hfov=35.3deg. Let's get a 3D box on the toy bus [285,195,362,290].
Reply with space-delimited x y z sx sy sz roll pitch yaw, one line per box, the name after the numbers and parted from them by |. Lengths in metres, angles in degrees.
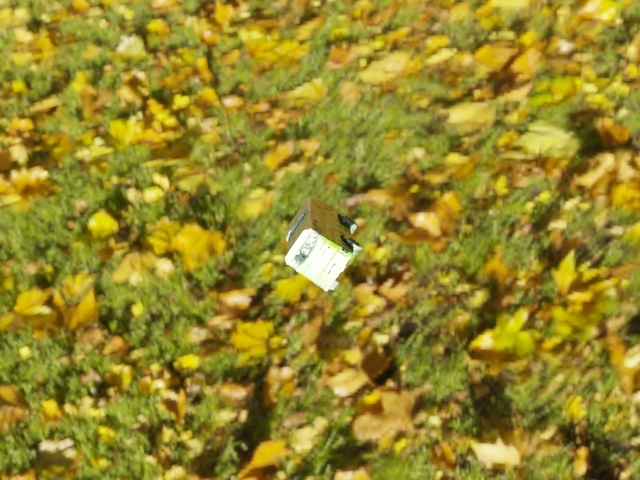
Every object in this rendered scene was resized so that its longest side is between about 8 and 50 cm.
0.000 0.000 0.580 0.037 0.031 0.083 31 14 -10 | toy bus
